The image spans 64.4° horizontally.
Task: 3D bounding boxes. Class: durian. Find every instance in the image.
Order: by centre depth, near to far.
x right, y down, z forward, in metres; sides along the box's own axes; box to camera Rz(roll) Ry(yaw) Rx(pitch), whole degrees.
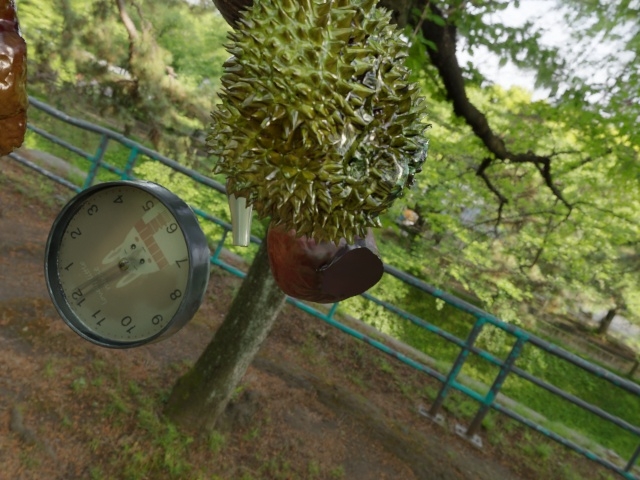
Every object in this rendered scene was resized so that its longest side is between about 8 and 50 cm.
[{"bbox_3d":[-0.004,-0.136,0.568,0.225,0.291,0.291,7,-5,43],"label":"durian"}]

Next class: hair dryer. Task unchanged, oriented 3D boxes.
[{"bbox_3d":[-0.223,-0.104,1.643,0.119,0.295,0.298,0,21,-38],"label":"hair dryer"}]

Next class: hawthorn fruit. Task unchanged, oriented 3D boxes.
[{"bbox_3d":[0.000,0.000,0.971,0.215,0.215,0.249,18,43,-31],"label":"hawthorn fruit"}]

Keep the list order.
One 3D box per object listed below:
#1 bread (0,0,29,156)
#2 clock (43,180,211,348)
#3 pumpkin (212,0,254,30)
[{"bbox_3d":[-0.355,-0.177,0.463,0.135,0.232,0.247,-12,25,-33],"label":"bread"},{"bbox_3d":[-0.437,0.053,1.136,0.386,0.386,0.076,26,6,11],"label":"clock"},{"bbox_3d":[-0.053,-0.379,0.709,0.220,0.221,0.161,7,57,-60],"label":"pumpkin"}]
